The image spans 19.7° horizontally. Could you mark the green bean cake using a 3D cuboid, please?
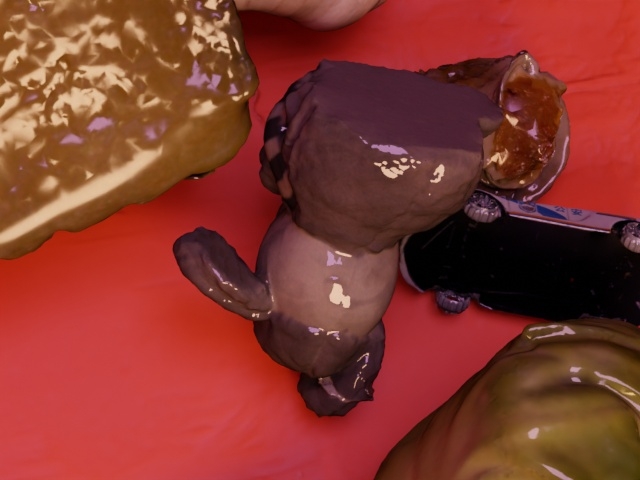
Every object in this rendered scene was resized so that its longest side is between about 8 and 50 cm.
[{"bbox_3d":[-0.223,-0.159,1.243,0.285,0.202,0.310,-21,111,-14],"label":"green bean cake"}]

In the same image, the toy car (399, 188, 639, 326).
[{"bbox_3d":[0.157,0.012,1.339,0.205,0.095,0.056,11,35,-5],"label":"toy car"}]

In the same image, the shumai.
[{"bbox_3d":[0.128,-0.091,1.351,0.145,0.116,0.145,3,71,-8],"label":"shumai"}]

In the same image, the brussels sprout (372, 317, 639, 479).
[{"bbox_3d":[0.175,0.206,1.199,0.328,0.247,0.328,3,68,-8],"label":"brussels sprout"}]

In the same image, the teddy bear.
[{"bbox_3d":[-0.005,-0.014,1.264,0.171,0.251,0.144,21,26,-25],"label":"teddy bear"}]

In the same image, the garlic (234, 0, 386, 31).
[{"bbox_3d":[-0.015,-0.278,1.324,0.199,0.226,0.199,14,26,-7],"label":"garlic"}]
